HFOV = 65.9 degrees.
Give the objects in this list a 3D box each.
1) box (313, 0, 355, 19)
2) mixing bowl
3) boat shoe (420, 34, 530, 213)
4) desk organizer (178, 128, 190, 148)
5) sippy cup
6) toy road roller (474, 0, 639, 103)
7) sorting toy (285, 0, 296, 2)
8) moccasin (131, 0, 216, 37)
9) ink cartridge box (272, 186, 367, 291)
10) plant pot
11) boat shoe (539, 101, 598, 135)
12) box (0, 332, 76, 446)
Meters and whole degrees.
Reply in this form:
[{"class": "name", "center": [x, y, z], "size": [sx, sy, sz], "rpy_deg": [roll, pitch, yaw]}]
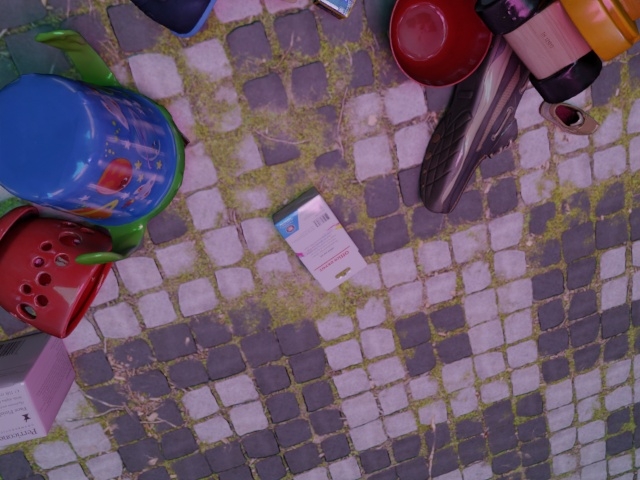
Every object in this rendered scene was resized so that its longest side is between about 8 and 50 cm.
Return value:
[{"class": "box", "center": [0.053, -0.459, 0.814], "size": [0.059, 0.054, 0.168], "rpy_deg": [23, 105, -18]}, {"class": "mixing bowl", "center": [0.192, -0.361, 0.853], "size": [0.182, 0.098, 0.181], "rpy_deg": [-3, 111, -9]}, {"class": "boat shoe", "center": [0.302, -0.207, 0.916], "size": [0.130, 0.132, 0.355], "rpy_deg": [15, 108, -16]}, {"class": "desk organizer", "center": [-0.294, -0.144, 0.868], "size": [0.130, 0.050, 0.047], "rpy_deg": [-40, 113, 5]}, {"class": "sippy cup", "center": [-0.350, -0.134, 0.729], "size": [0.305, 0.224, 0.240], "rpy_deg": [45, 94, 3]}, {"class": "toy road roller", "center": [0.398, -0.390, 0.738], "size": [0.202, 0.329, 0.241], "rpy_deg": [40, 136, -22]}, {"class": "sorting toy", "center": [-0.128, -0.512, 0.698], "size": [0.256, 0.089, 0.257], "rpy_deg": [10, 134, -12]}, {"class": "moccasin", "center": [-0.150, -0.413, 0.630], "size": [0.117, 0.137, 0.342], "rpy_deg": [16, 133, -34]}, {"class": "ink cartridge box", "center": [0.000, 0.000, 0.973], "size": [0.104, 0.061, 0.181], "rpy_deg": [-34, 112, 4]}, {"class": "plant pot", "center": [-0.466, 0.049, 0.835], "size": [0.174, 0.191, 0.191], "rpy_deg": [25, 104, -13]}, {"class": "boat shoe", "center": [0.503, -0.241, 0.987], "size": [0.136, 0.045, 0.050], "rpy_deg": [14, 107, -16]}, {"class": "box", "center": [-0.578, 0.273, 0.900], "size": [0.181, 0.182, 0.118], "rpy_deg": [-13, 112, -6]}]
